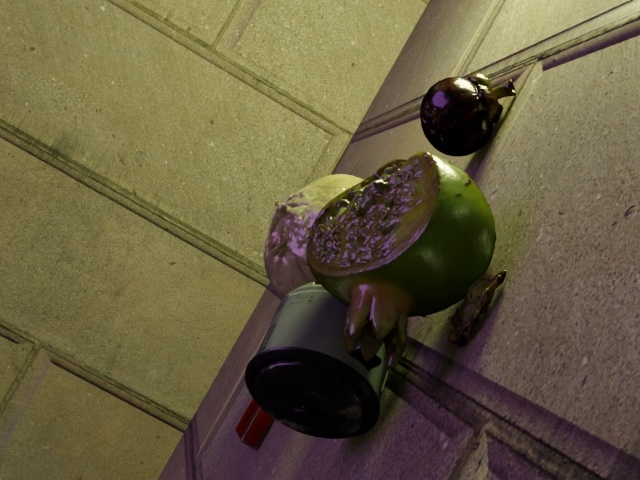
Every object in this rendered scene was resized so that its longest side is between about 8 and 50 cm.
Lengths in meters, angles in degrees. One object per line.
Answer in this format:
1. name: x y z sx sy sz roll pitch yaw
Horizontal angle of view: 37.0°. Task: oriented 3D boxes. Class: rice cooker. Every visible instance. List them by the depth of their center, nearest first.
1. rice cooker: 0.003 0.220 1.665 0.280 0.241 0.227 -29 27 40

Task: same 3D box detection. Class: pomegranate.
1. pomegranate: 0.138 0.042 1.539 0.309 0.216 0.359 -15 51 39

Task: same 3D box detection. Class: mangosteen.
1. mangosteen: 0.289 -0.257 1.943 0.184 0.172 0.172 -34 -9 -36

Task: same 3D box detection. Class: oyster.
1. oyster: 0.234 0.104 1.436 0.132 0.029 0.086 -50 19 37

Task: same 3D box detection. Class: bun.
1. bun: 0.000 0.000 2.249 0.352 0.227 0.349 -3 70 60

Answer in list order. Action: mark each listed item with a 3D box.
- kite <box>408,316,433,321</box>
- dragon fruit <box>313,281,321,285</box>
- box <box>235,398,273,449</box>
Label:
1. kite: 0.100 0.108 1.719 0.232 0.189 0.009 12 74 55
2. dragon fruit: 0.047 0.145 1.917 0.188 0.182 0.182 -15 27 18
3. box: -0.166 0.467 2.469 0.112 0.048 0.175 -59 8 -5
